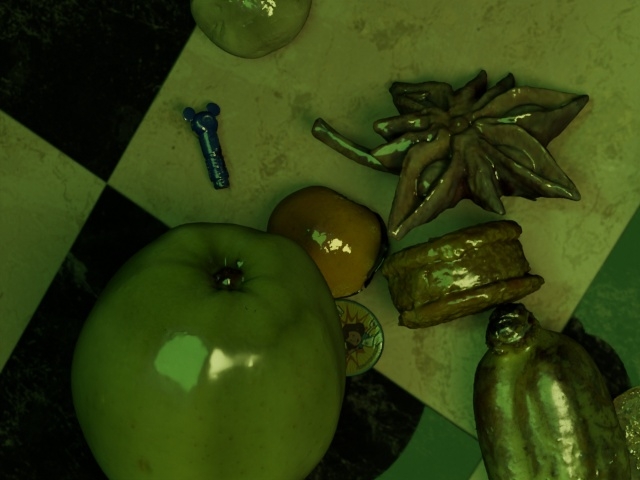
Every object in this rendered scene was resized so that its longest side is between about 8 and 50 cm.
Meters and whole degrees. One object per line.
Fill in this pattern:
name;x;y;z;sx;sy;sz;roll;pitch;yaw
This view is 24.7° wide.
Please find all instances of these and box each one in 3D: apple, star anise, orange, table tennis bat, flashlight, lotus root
apple;-0.137;0.156;1.802;0.357;0.357;0.357;-2;85;22
star anise;0.171;-0.116;1.827;0.350;0.292;0.109;-14;125;2
orange;0.000;0.000;1.909;0.170;0.112;0.160;-24;77;7
table tennis bat;0.012;0.121;1.938;0.155;0.019;0.100;22;95;20
flashlight;-0.152;-0.128;2.016;0.035;0.057;0.121;-22;83;61
lotus root;0.270;0.221;1.742;0.173;0.173;0.309;-12;93;21

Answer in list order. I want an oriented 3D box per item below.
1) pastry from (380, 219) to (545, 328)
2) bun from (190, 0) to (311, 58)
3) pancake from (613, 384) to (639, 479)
pastry;0.172;0.041;1.793;0.189;0.189;0.103;-19;83;19
bun;-0.102;-0.339;1.968;0.166;0.113;0.173;-36;76;16
pancake;0.410;0.245;1.764;0.158;0.028;0.158;0;89;22
